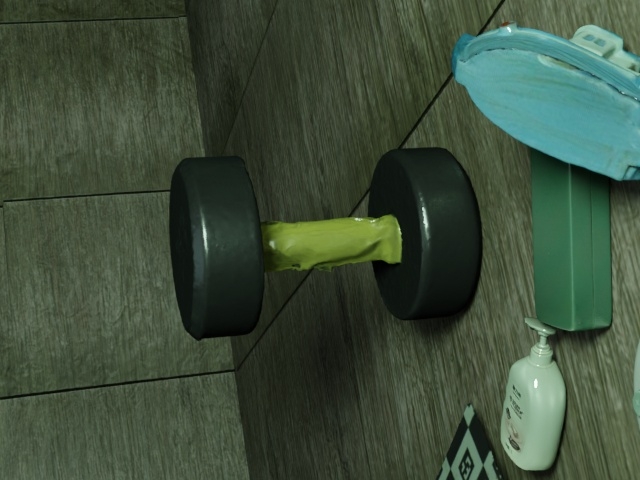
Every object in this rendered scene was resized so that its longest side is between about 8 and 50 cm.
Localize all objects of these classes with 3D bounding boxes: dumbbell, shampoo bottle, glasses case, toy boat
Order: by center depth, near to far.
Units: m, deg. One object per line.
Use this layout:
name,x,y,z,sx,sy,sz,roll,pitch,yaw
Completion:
toy boat,0.201,-0.122,0.901,0.215,0.102,0.088,27,129,26
glasses case,0.222,-0.015,0.996,0.078,0.039,0.184,-162,68,-73
shampoo bottle,0.209,0.144,1.081,0.077,0.045,0.152,-119,29,-57
dumbbell,0.000,0.000,1.276,0.204,0.322,0.204,176,90,-75

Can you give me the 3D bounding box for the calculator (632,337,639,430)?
calculator,0.295,0.160,0.779,0.295,0.042,0.184,-109,21,-50

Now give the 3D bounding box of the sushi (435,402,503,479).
sushi,0.179,0.420,1.206,0.359,0.064,0.343,-105,28,-58
